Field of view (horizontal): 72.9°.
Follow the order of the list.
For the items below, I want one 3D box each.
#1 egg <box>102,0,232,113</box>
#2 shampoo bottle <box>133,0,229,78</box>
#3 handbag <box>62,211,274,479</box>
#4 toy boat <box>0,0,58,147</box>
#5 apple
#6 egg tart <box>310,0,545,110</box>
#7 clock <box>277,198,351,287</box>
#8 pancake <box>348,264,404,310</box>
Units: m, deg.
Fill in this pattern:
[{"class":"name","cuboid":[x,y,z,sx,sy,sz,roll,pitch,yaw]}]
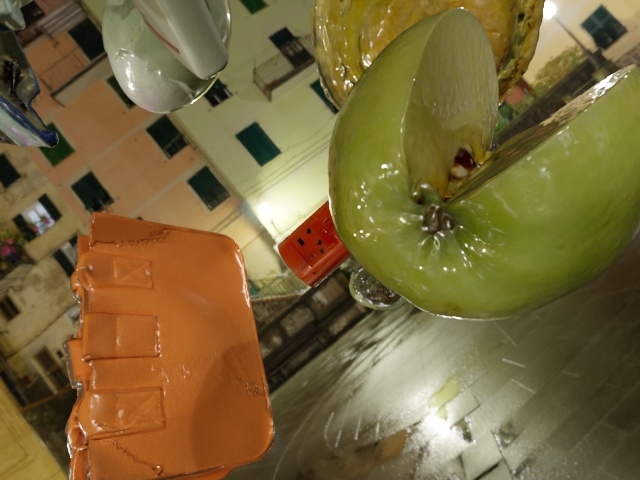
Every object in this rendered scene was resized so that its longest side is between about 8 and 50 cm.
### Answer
[{"class":"egg","cuboid":[-0.357,-0.463,1.006,0.336,0.278,0.278,-69,-14,14]},{"class":"shampoo bottle","cuboid":[-0.194,-0.322,0.467,0.071,0.153,0.284,-39,-18,-8]},{"class":"handbag","cuboid":[-0.243,0.172,0.701,0.303,0.410,0.116,12,-37,-43]},{"class":"toy boat","cuboid":[-0.355,-0.229,0.478,0.115,0.262,0.114,-13,7,-7]},{"class":"apple","cuboid":[0.146,-0.066,0.416,0.254,0.292,0.292,-39,-5,-46]},{"class":"egg tart","cuboid":[0.191,-0.373,0.789,0.443,0.443,0.178,-43,22,27]},{"class":"clock","cuboid":[0.000,0.000,0.821,0.155,0.113,0.061,-43,-26,4]},{"class":"pancake","cuboid":[0.101,0.073,0.749,0.108,0.108,0.017,-37,-21,-27]}]
